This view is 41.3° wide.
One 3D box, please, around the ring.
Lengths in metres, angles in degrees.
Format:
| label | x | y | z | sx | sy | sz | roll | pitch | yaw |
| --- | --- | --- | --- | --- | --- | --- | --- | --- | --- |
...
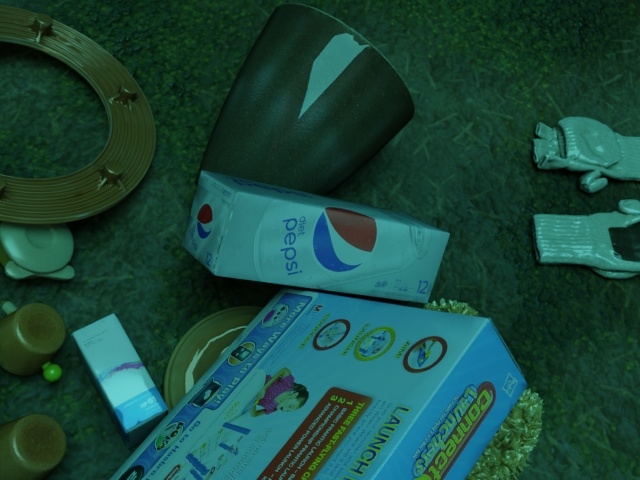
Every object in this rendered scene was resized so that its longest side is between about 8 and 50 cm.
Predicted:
| label | x | y | z | sx | sy | sz | roll | pitch | yaw |
| --- | --- | --- | --- | --- | --- | --- | --- | --- | --- |
| ring | -0.354 | -0.164 | 0.999 | 0.336 | 0.032 | 0.336 | 17 | 48 | -20 |

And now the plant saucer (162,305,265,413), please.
| label | x | y | z | sx | sy | sz | roll | pitch | yaw |
| --- | --- | --- | --- | --- | --- | --- | --- | --- | --- |
| plant saucer | -0.077 | 0.165 | 0.961 | 0.200 | 0.037 | 0.200 | 4 | 65 | -9 |

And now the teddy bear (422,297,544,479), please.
| label | x | y | z | sx | sy | sz | roll | pitch | yaw |
| --- | --- | --- | --- | --- | --- | --- | --- | --- | --- |
| teddy bear | 0.133 | 0.220 | 0.936 | 0.245 | 0.113 | 0.338 | 9 | 64 | -5 |

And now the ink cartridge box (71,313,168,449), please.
| label | x | y | z | sx | sy | sz | roll | pitch | yaw |
| --- | --- | --- | --- | --- | --- | --- | --- | --- | --- |
| ink cartridge box | -0.214 | 0.151 | 0.910 | 0.052 | 0.088 | 0.122 | -28 | 73 | -21 |

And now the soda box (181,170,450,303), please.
| label | x | y | z | sx | sy | sz | roll | pitch | yaw |
| --- | --- | --- | --- | --- | --- | --- | --- | --- | --- |
| soda box | 0.000 | 0.000 | 0.944 | 0.286 | 0.098 | 0.091 | 10 | 102 | -33 |

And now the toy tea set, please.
| label | x | y | z | sx | sy | sz | roll | pitch | yaw |
| --- | --- | --- | --- | --- | --- | --- | --- | --- | --- |
| toy tea set | -0.371 | 0.112 | 0.907 | 0.200 | 0.124 | 0.336 | 13 | 55 | -38 |

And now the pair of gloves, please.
| label | x | y | z | sx | sy | sz | roll | pitch | yaw |
| --- | --- | --- | --- | --- | --- | --- | --- | --- | --- |
| pair of gloves | 0.389 | -0.064 | 1.158 | 0.204 | 0.042 | 0.240 | 11 | 63 | -6 |

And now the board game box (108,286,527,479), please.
| label | x | y | z | sx | sy | sz | roll | pitch | yaw |
| --- | --- | --- | --- | --- | --- | --- | --- | --- | --- |
| board game box | -0.020 | 0.188 | 0.778 | 0.308 | 0.302 | 0.086 | -47 | 119 | -25 |

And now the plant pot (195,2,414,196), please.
| label | x | y | z | sx | sy | sz | roll | pitch | yaw |
| --- | --- | --- | --- | --- | --- | --- | --- | --- | --- |
| plant pot | -0.038 | -0.125 | 1.028 | 0.215 | 0.215 | 0.230 | 35 | 78 | 6 |
